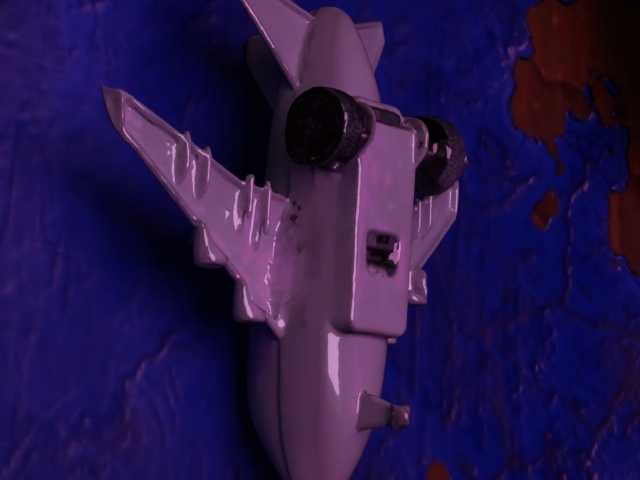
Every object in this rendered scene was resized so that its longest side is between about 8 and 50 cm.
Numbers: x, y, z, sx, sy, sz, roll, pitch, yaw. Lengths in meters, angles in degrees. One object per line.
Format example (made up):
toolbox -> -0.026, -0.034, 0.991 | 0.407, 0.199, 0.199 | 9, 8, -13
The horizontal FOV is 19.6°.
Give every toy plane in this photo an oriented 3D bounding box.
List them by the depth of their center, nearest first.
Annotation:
toy plane -> 0.004, -0.001, 0.889 | 0.251, 0.101, 0.255 | 12, 71, -48
